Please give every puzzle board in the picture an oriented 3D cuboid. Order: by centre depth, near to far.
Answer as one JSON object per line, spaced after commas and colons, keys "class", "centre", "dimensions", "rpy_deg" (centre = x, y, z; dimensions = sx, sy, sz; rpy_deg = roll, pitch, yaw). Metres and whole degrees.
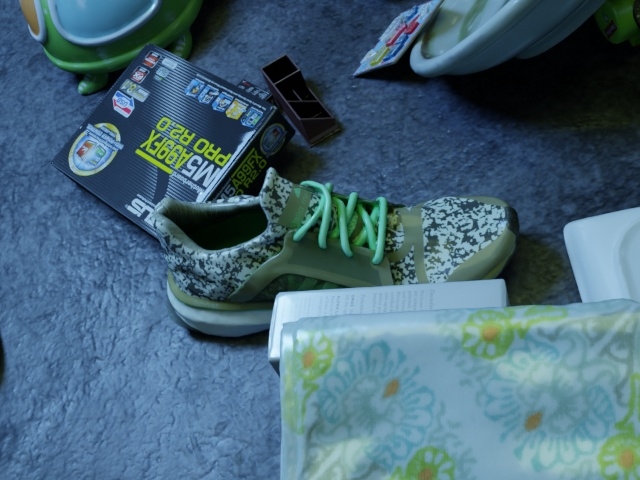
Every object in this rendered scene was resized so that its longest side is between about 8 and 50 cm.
{"class": "puzzle board", "centre": [0.102, -0.272, 1.246], "dimensions": [0.128, 0.011, 0.096], "rpy_deg": [-53, 24, -22]}

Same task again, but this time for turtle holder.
{"class": "turtle holder", "centre": [-0.287, -0.381, 1.362], "dimensions": [0.320, 0.227, 0.243], "rpy_deg": [-3, 52, 18]}

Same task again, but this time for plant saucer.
{"class": "plant saucer", "centre": [0.275, -0.327, 1.116], "dimensions": [0.400, 0.100, 0.400], "rpy_deg": [-46, 15, 16]}

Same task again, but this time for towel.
{"class": "towel", "centre": [0.141, 0.212, 0.765], "dimensions": [0.375, 0.090, 0.320], "rpy_deg": [-4, 78, 17]}

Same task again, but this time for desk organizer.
{"class": "desk organizer", "centre": [-0.029, -0.186, 1.233], "dimensions": [0.047, 0.050, 0.130], "rpy_deg": [-31, 50, -5]}

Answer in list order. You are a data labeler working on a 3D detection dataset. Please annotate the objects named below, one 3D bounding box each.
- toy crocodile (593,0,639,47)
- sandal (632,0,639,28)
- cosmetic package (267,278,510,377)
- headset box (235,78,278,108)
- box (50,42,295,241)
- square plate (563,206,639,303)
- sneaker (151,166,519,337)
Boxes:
{"class": "toy crocodile", "centre": [0.416, -0.225, 1.078], "dimensions": [0.115, 0.105, 0.340], "rpy_deg": [-27, 54, 0]}
{"class": "sandal", "centre": [0.412, -0.211, 0.987], "dimensions": [0.179, 0.040, 0.067], "rpy_deg": [23, 73, 13]}
{"class": "cosmetic package", "centre": [0.075, 0.106, 0.928], "dimensions": [0.231, 0.117, 0.085], "rpy_deg": [-5, 54, 15]}
{"class": "headset box", "centre": [-0.108, -0.171, 1.263], "dimensions": [0.062, 0.032, 0.083], "rpy_deg": [32, 70, 36]}
{"class": "box", "centre": [-0.195, -0.120, 1.213], "dimensions": [0.270, 0.060, 0.216], "rpy_deg": [32, 80, 36]}
{"class": "square plate", "centre": [0.428, 0.072, 0.868], "dimensions": [0.344, 0.049, 0.347], "rpy_deg": [-12, 51, 11]}
{"class": "sneaker", "centre": [0.000, 0.000, 0.993], "dimensions": [0.411, 0.182, 0.158], "rpy_deg": [-9, 51, 13]}
